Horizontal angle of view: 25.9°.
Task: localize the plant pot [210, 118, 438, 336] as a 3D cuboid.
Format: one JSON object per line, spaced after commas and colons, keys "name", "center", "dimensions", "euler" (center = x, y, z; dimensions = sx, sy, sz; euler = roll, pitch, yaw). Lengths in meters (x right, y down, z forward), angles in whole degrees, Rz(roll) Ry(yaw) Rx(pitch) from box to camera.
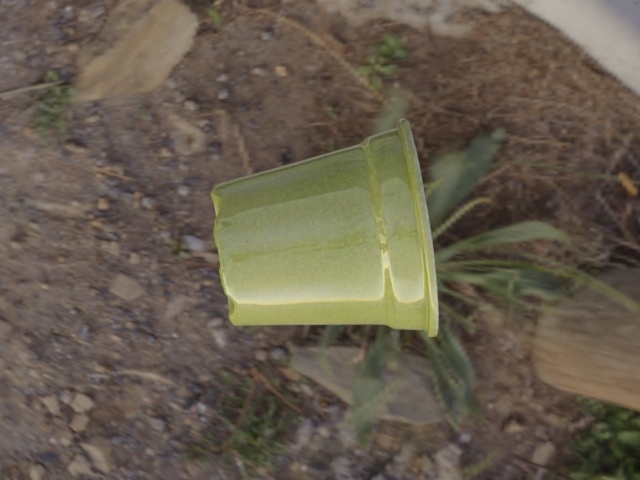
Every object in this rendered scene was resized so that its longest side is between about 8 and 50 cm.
{"name": "plant pot", "center": [0.000, 0.000, 1.730], "dimensions": [0.253, 0.276, 0.276], "euler": [-7, 97, 0]}
